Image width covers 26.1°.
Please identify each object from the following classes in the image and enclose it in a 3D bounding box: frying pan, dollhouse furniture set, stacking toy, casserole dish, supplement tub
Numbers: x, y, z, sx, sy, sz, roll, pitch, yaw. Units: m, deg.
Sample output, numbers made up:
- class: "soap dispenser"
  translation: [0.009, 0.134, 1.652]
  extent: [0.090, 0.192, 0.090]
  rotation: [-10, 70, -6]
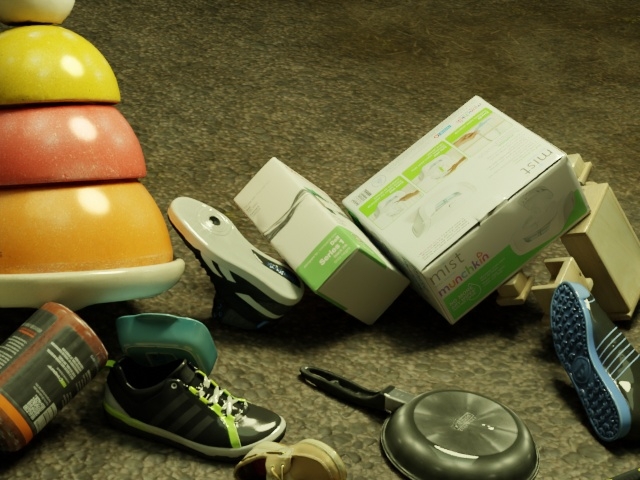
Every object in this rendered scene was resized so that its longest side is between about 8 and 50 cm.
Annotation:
- class: "frying pan"
  translation: [0.139, 0.211, 1.732]
  extent: [0.197, 0.053, 0.326]
  rotation: [-11, 35, -31]
- class: "dollhouse furniture set"
  translation: [0.290, 0.042, 2.079]
  extent: [0.355, 0.174, 0.303]
  rotation: [-8, 39, 40]
- class: "stacking toy"
  translation: [-0.356, -0.155, 1.787]
  extent: [0.350, 0.480, 0.350]
  rotation: [-1, 4, 0]
- class: "casserole dish"
  translation: [-0.190, 0.138, 1.705]
  extent: [0.114, 0.188, 0.037]
  rotation: [1, 66, 5]
- class: "supplement tub"
  translation: [-0.348, 0.170, 1.598]
  extent: [0.106, 0.106, 0.198]
  rotation: [26, 59, 33]

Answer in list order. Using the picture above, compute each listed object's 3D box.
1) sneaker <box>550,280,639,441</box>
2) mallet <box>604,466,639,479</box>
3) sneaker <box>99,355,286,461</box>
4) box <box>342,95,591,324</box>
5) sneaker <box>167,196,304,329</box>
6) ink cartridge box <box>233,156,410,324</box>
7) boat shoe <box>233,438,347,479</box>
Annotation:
- class: "sneaker"
  translation: [0.373, 0.156, 1.790]
  extent: [0.090, 0.081, 0.232]
  rotation: [2, 56, -28]
- class: "mallet"
  translation: [0.417, 0.279, 1.671]
  extent: [0.189, 0.039, 0.062]
  rotation: [-19, 39, -31]
- class: "sneaker"
  translation: [-0.156, 0.193, 1.646]
  extent: [0.234, 0.097, 0.084]
  rotation: [9, 28, 7]
- class: "box"
  translation: [0.205, -0.050, 1.960]
  extent: [0.262, 0.127, 0.231]
  rotation: [-39, 40, -7]
- class: "sneaker"
  translation: [-0.139, 0.046, 1.875]
  extent: [0.217, 0.121, 0.079]
  rotation: [38, 36, -3]
- class: "ink cartridge box"
  translation: [0.000, 0.000, 1.936]
  extent: [0.219, 0.092, 0.160]
  rotation: [48, 8, 35]
- class: "boat shoe"
  translation: [-0.037, 0.261, 1.541]
  extent: [0.059, 0.063, 0.170]
  rotation: [-32, 11, -35]
